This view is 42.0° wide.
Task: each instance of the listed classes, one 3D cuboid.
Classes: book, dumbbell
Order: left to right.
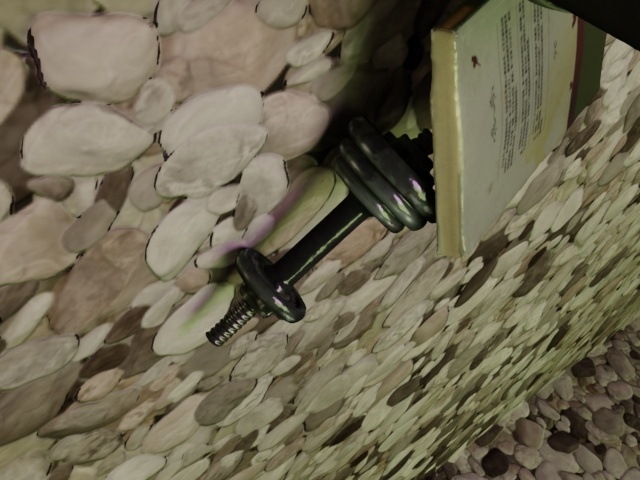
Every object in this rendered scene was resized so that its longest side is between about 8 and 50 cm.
[{"bbox_3d":[0.000,0.000,0.691,0.254,0.110,0.110,-43,155,10],"label":"dumbbell"},{"bbox_3d":[0.172,-0.141,0.673,0.289,0.026,0.201,-44,140,-36],"label":"book"}]

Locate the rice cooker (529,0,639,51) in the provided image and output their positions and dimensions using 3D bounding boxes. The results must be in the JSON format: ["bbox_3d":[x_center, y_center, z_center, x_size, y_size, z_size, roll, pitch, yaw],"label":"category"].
[{"bbox_3d":[0.213,-0.242,0.440,0.289,0.277,0.288,-19,135,-20],"label":"rice cooker"}]
